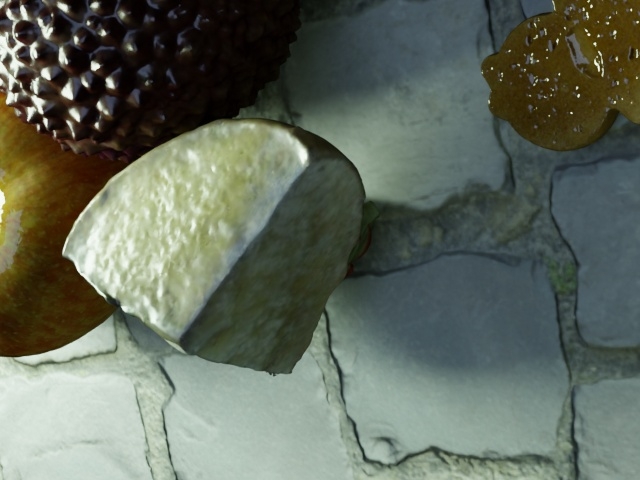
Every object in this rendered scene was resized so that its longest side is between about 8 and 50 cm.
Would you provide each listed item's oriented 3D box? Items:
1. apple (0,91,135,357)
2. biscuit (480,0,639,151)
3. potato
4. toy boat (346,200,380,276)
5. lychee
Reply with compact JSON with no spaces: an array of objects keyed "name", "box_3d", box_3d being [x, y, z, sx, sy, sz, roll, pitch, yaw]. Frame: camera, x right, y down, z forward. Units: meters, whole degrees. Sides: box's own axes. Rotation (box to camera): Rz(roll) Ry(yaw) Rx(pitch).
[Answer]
[{"name":"apple","box_3d":[-0.333,-0.019,1.594,0.277,0.250,0.309,11,114,31]},{"name":"biscuit","box_3d":[0.243,-0.163,1.293,0.225,0.036,0.166,-41,76,38]},{"name":"potato","box_3d":[-0.079,-0.021,1.409,0.189,0.211,0.264,45,108,32]},{"name":"toy boat","box_3d":[0.000,0.000,1.482,0.185,0.071,0.089,-29,86,36]},{"name":"lychee","box_3d":[-0.172,-0.221,1.412,0.330,0.306,0.306,-4,99,37]}]
